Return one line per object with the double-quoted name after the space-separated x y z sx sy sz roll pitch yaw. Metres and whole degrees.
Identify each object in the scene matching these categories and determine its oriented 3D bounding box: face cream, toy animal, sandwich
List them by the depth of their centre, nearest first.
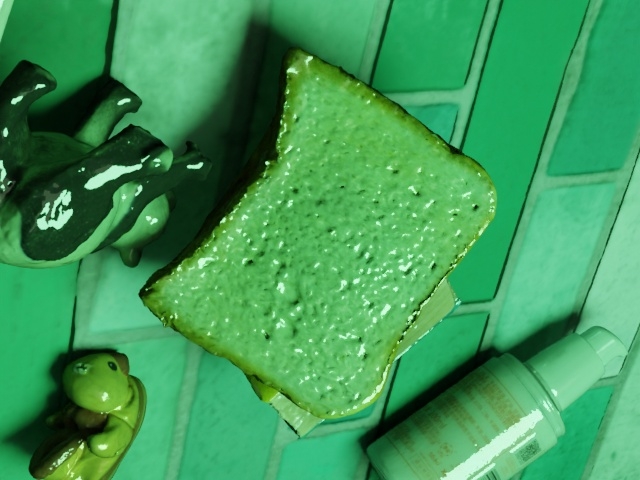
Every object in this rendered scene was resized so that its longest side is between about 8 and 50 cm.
-0.148 -0.034 0.877 0.121 0.094 0.225 -52 171 9 "toy animal"
0.000 0.000 0.951 0.186 0.065 0.215 35 92 -6 "sandwich"
0.169 0.158 1.254 0.251 0.101 0.101 -35 135 -6 "face cream"

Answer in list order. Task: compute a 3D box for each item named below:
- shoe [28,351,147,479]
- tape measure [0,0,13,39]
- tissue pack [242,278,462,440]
-0.174 0.141 1.038 0.069 0.072 0.109 18 112 -46 "shoe"
-0.273 -0.146 0.720 0.265 0.130 0.258 11 114 -32 "tape measure"
0.005 0.049 1.050 0.169 0.120 0.082 -40 138 1 "tissue pack"
